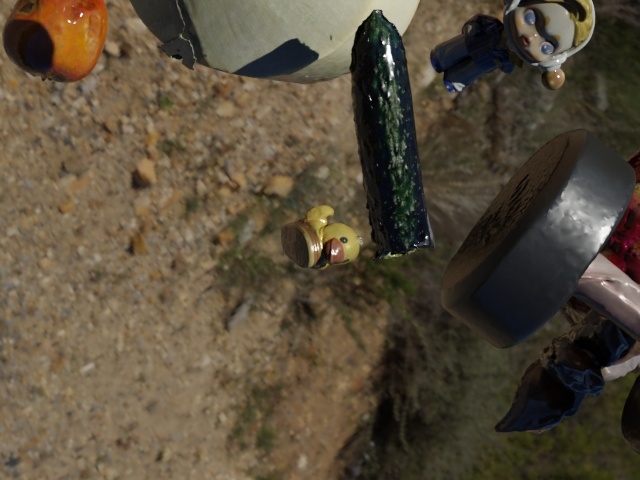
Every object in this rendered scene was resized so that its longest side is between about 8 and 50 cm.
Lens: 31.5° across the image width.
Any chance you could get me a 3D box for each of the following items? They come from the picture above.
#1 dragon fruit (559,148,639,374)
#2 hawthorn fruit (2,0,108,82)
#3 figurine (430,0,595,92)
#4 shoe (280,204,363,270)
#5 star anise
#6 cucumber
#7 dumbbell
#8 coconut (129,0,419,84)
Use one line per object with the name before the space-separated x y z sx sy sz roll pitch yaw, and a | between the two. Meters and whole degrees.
dragon fruit | 0.463 0.029 1.561 0.329 0.329 0.329 -19 133 -22
hawthorn fruit | -0.398 -0.386 1.742 0.165 0.165 0.285 -2 112 -34
figurine | 0.315 -0.318 1.804 0.274 0.194 0.133 -49 -177 40
shoe | -0.001 -0.003 1.277 0.069 0.109 0.072 -8 85 -24
star anise | 0.211 0.103 0.925 0.182 0.065 0.195 -30 168 -37
cucumber | 0.061 -0.089 1.050 0.067 0.067 0.245 -21 117 -20
dumbbell | 0.207 0.046 0.763 0.218 0.152 0.152 37 102 -3
coconut | -0.045 -0.304 1.171 0.323 0.323 0.323 -19 133 -22
